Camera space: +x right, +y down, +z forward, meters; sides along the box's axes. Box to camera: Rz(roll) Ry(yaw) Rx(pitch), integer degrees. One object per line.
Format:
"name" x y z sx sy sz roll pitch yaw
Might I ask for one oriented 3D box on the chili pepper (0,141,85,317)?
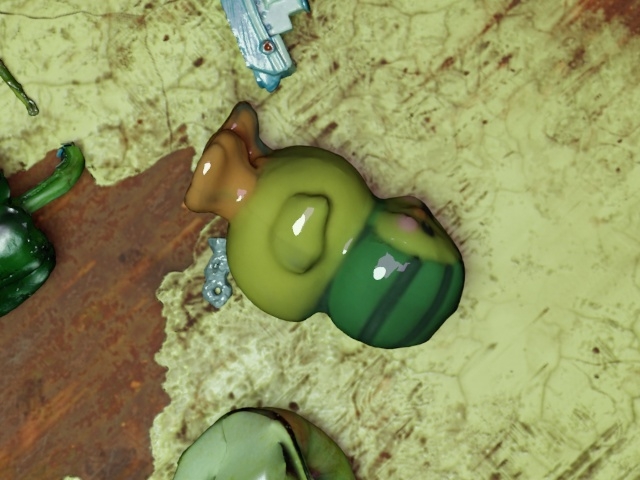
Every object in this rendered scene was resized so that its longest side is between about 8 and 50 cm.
"chili pepper" -0.372 -0.024 1.365 0.261 0.165 0.174 -39 78 -8

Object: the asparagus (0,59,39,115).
"asparagus" -0.376 -0.199 1.447 0.015 0.018 0.127 -38 89 20

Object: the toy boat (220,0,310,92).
"toy boat" -0.065 -0.289 1.437 0.102 0.088 0.215 -23 90 4

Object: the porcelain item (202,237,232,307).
"porcelain item" -0.122 0.038 1.442 0.036 0.028 0.083 1 87 -7

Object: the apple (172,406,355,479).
"apple" -0.065 0.291 1.360 0.188 0.174 0.207 -40 96 16

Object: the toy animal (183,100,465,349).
"toy animal" 0.000 0.003 1.379 0.338 0.216 0.191 29 112 -5
